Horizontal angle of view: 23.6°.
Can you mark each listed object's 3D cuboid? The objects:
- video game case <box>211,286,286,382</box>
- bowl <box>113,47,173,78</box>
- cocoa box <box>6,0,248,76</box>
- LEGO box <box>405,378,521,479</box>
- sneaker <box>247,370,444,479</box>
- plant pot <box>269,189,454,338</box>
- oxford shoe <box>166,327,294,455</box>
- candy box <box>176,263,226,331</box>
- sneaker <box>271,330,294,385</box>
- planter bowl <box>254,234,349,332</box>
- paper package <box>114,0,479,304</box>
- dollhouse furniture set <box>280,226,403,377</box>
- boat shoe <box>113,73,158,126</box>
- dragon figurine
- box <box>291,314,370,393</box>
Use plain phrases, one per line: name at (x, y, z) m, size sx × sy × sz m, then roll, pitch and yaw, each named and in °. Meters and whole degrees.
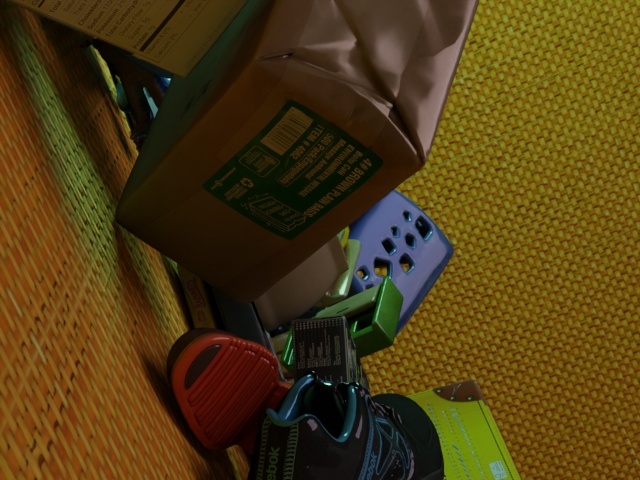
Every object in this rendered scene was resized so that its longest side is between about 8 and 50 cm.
video game case at (-0.073, 0.108, 1.650) m, size 0.248 × 0.035 × 0.275 m, roll 73°, pitch -4°, yaw -60°
bowl at (-0.225, -0.339, 1.628) m, size 0.391 × 0.077 × 0.391 m, roll 49°, pitch 18°, yaw -22°
cocoa box at (-0.177, -0.353, 1.274) m, size 0.228 × 0.231 × 0.347 m, roll 20°, pitch 34°, yaw -37°
LEGO box at (0.199, 0.481, 1.986) m, size 0.500 × 0.193 × 0.373 m, roll -109°, pitch -175°, yaw -61°
sneaker at (0.032, 0.180, 1.368) m, size 0.341 × 0.125 × 0.140 m, roll -28°, pitch 119°, yaw -69°
plant pot at (0.023, 0.018, 2.290) m, size 0.212 × 0.236 × 0.236 m, roll 58°, pitch 46°, yaw -20°
oxford shoe at (-0.091, 0.124, 1.339) m, size 0.098 × 0.097 × 0.271 m, roll 37°, pitch -8°, yaw 23°
candy box at (-0.105, 0.112, 1.595) m, size 0.206 × 0.027 × 0.105 m, roll -112°, pitch 177°, yaw -46°
sneaker at (-0.004, 0.213, 2.101) m, size 0.282 × 0.102 × 0.161 m, roll 60°, pitch 9°, yaw -71°
planter bowl at (-0.034, 0.004, 1.631) m, size 0.162 × 0.109 × 0.162 m, roll 160°, pitch -90°, yaw -90°
paper package at (-0.017, -0.147, 1.362) m, size 0.168 × 0.325 × 0.309 m, roll 29°, pitch 56°, yaw -16°
dollhouse furniture set at (0.000, 0.000, 1.963) m, size 0.197 × 0.151 × 0.301 m, roll 49°, pitch 32°, yaw -23°
boat shoe at (-0.204, -0.181, 1.856) m, size 0.076 × 0.080 × 0.228 m, roll 88°, pitch -19°, yaw -53°
dragon figurine at (-0.208, -0.202, 1.750) m, size 0.289 × 0.085 × 0.144 m, roll -109°, pitch 175°, yaw -60°
box at (0.020, 0.243, 1.620) m, size 0.216 × 0.060 × 0.270 m, roll 68°, pitch 17°, yaw -64°
